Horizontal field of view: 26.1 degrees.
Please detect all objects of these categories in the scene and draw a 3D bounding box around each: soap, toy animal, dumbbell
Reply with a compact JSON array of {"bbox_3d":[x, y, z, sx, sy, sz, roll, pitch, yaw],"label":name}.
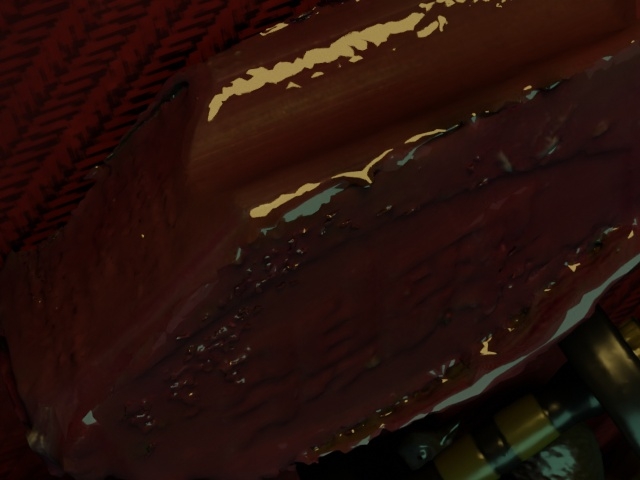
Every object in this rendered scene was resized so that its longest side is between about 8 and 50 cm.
[{"bbox_3d":[0.000,0.000,0.579,0.289,0.112,0.182,-24,139,-5],"label":"soap"},{"bbox_3d":[0.115,0.171,0.871,0.179,0.089,0.188,6,132,-15],"label":"toy animal"},{"bbox_3d":[0.093,0.108,0.728,0.325,0.143,0.143,-36,142,7],"label":"dumbbell"}]
